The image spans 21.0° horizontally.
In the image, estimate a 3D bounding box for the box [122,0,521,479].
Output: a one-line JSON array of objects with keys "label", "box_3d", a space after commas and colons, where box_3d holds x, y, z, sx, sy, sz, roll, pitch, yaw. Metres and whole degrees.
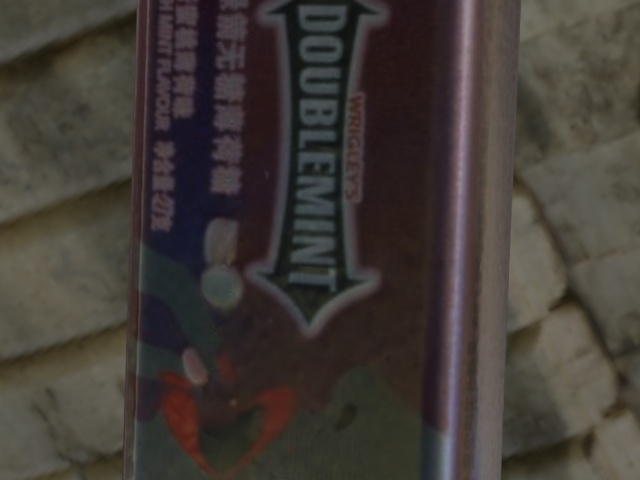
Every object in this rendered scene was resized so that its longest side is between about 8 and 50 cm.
[{"label": "box", "box_3d": [0.000, 0.000, 0.540, 0.120, 0.224, 0.069, 2, -178, 22]}]
